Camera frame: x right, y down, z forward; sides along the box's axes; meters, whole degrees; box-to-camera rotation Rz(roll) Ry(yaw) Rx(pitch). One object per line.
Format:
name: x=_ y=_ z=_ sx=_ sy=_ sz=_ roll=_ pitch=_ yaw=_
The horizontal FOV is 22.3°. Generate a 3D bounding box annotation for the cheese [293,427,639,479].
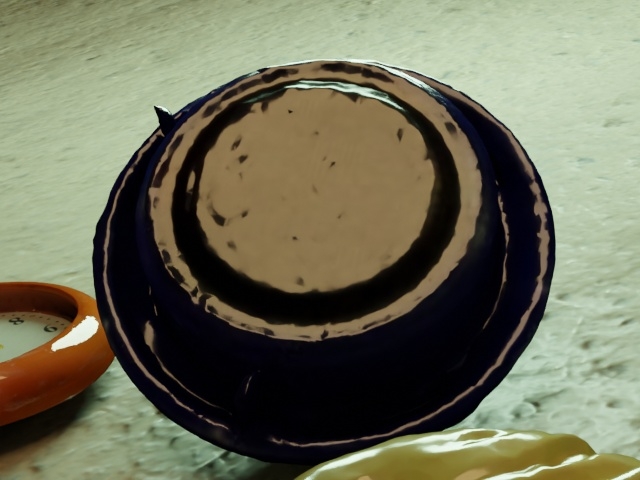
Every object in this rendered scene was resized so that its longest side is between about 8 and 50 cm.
cheese: x=0.069 y=0.159 z=0.580 sx=0.214 sy=0.117 sz=0.226 roll=2 pitch=27 yaw=22

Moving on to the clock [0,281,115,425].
clock: x=-0.231 y=0.079 z=1.035 sx=0.205 sy=0.051 sz=0.205 roll=-8 pitch=18 yaw=3

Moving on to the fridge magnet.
fridge magnet: x=0.000 y=0.000 z=0.919 sx=0.265 sy=0.113 sz=0.265 roll=-3 pitch=59 yaw=4
